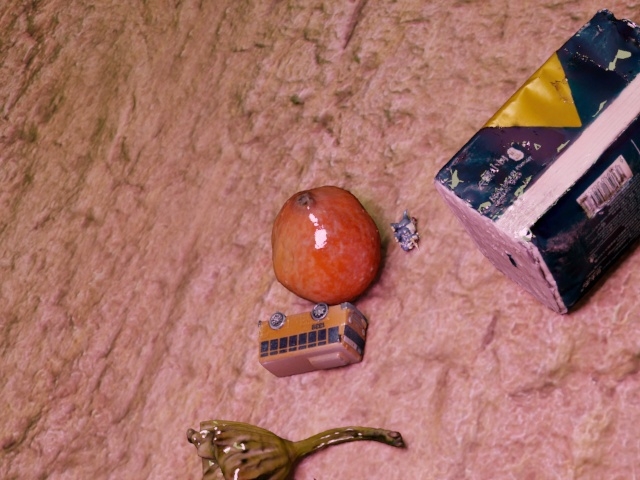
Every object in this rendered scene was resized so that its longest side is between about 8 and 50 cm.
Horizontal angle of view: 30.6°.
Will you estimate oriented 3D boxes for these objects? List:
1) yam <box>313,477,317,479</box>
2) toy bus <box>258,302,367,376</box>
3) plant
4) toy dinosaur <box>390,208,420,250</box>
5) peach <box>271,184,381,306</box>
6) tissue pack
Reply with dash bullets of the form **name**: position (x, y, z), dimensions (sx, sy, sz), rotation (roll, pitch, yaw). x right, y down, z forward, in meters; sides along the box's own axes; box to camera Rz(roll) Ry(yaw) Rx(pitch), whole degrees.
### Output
- **yam**: position (-0.044, 0.532, 1.803), dimensions (0.168, 0.168, 0.304), rotation (32, 79, 39)
- **toy bus**: position (-0.014, 0.177, 2.064), dimensions (0.182, 0.091, 0.103), rotation (-13, 56, 23)
- **plant**: position (-0.057, 0.383, 1.965), dimensions (0.251, 0.333, 0.180), rotation (-156, 67, -70)
- **toy dinosaur**: position (0.157, -0.017, 2.135), dimensions (0.047, 0.030, 0.083), rotation (-24, 53, 12)
- **peach**: position (0.000, 0.000, 2.085), dimensions (0.232, 0.232, 0.232), rotation (-14, 54, 20)
- **tissue pack**: position (0.429, -0.130, 1.908), dimensions (0.416, 0.264, 0.253), rotation (-45, 49, -4)
